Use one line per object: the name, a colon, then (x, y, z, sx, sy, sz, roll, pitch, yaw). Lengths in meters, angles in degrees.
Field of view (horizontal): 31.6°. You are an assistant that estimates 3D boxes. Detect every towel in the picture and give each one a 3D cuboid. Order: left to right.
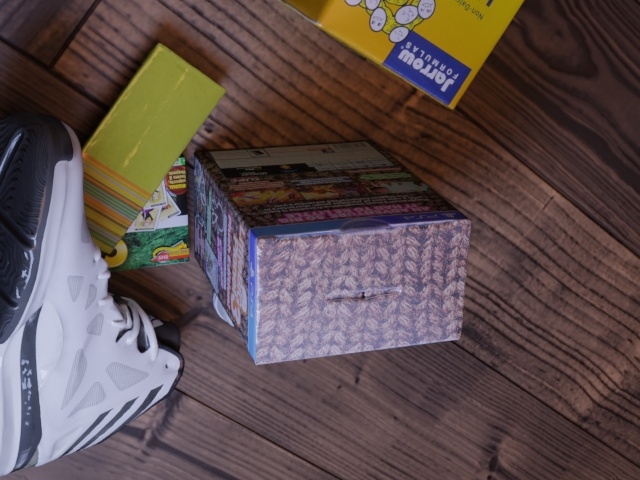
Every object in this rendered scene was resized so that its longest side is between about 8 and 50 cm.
towel: (-0.213, -0.102, 1.280, 0.102, 0.021, 0.237, 34, 94, -31)

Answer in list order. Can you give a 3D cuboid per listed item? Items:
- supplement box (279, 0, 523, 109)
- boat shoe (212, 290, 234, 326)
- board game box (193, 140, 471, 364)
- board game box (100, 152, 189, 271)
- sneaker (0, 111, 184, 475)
supplement box: (0.132, -0.358, 1.224, 0.194, 0.195, 0.356, 27, 101, -27)
boat shoe: (-0.003, 0.078, 1.420, 0.258, 0.084, 0.095, -8, 114, -16)
board game box: (0.000, 0.000, 1.272, 0.232, 0.291, 0.141, -5, 113, -17)
board game box: (-0.282, -0.024, 1.311, 0.260, 0.030, 0.136, -8, 116, -16)
sneaker: (-0.272, 0.056, 1.267, 0.257, 0.169, 0.447, -10, 127, -42)
